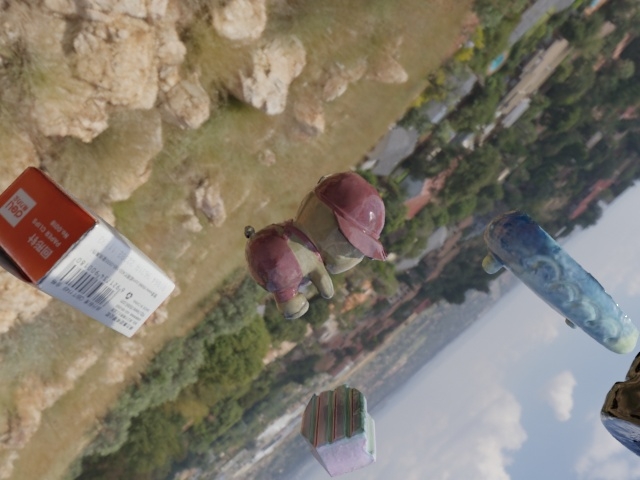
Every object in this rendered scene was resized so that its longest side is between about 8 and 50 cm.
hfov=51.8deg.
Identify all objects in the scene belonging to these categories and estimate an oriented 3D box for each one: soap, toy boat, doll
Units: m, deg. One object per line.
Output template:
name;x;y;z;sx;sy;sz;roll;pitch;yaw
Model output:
soap;0.025;0.268;0.947;0.100;0.056;0.149;-19;-165;7
toy boat;0.423;0.088;1.218;0.123;0.330;0.215;-45;-170;8
doll;0.000;0.001;1.110;0.256;0.196;0.152;-38;162;-5

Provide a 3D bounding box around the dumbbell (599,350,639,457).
dumbbell;0.371;0.067;0.528;0.388;0.185;0.185;-59;169;-12

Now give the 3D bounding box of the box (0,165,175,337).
box;-0.266;0.020;0.729;0.099;0.133;0.182;-51;153;-9
